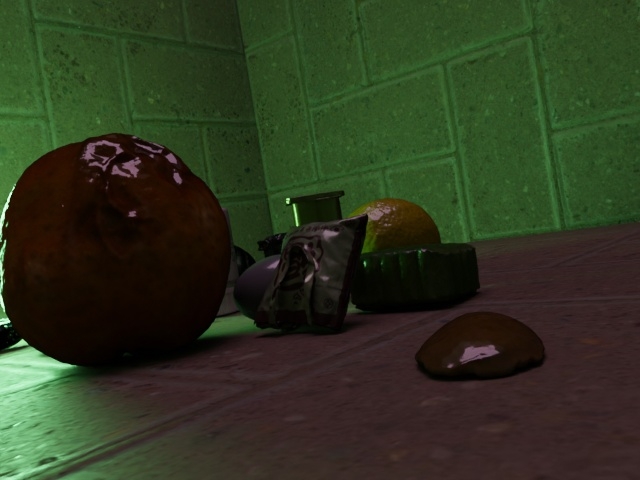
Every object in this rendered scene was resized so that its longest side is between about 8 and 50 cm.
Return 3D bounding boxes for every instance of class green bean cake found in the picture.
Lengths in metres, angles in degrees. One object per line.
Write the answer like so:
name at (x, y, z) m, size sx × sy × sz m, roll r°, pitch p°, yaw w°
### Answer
green bean cake at (0.192, 0.075, 1.280) m, size 0.248 × 0.124 × 0.222 m, roll -6°, pitch 1°, yaw 33°

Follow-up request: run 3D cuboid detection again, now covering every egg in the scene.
egg at (-0.092, 0.105, 1.308) m, size 0.199 × 0.146 × 0.146 m, roll -19°, pitch -2°, yaw 13°

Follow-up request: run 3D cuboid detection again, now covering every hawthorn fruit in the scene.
hawthorn fruit at (-0.396, 0.014, 1.191) m, size 0.472 × 0.471 × 0.472 m, roll -9°, pitch 1°, yaw 0°

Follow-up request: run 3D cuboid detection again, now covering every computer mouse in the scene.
computer mouse at (-0.884, 0.261, 1.632) m, size 0.146 × 0.077 × 0.242 m, roll -9°, pitch 4°, yaw 32°

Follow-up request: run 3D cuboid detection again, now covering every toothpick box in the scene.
toothpick box at (0.000, 0.000, 1.977) m, size 0.188 × 0.308 × 0.190 m, roll -9°, pitch 2°, yaw -5°

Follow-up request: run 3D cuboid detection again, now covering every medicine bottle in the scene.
medicine bottle at (-0.321, 0.063, 1.681) m, size 0.178 × 0.290 × 0.178 m, roll -9°, pitch 0°, yaw 0°

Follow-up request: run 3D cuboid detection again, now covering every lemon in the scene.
lemon at (0.173, 0.013, 1.545) m, size 0.267 × 0.267 × 0.267 m, roll -9°, pitch 1°, yaw 0°

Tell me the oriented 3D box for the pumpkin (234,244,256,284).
pumpkin at (-0.324, 0.106, 1.979) m, size 0.250 × 0.216 × 0.250 m, roll -7°, pitch -33°, yaw -5°

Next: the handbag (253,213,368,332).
handbag at (-0.017, 0.059, 1.161) m, size 0.213 × 0.235 × 0.127 m, roll -5°, pitch -35°, yaw 39°

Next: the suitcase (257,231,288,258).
suitcase at (-0.038, 0.063, 1.748) m, size 0.128 × 0.202 × 0.312 m, roll -8°, pitch 2°, yaw 40°

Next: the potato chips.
potato chips at (0.186, 0.119, 0.733) m, size 0.150 × 0.049 × 0.202 m, roll -14°, pitch 5°, yaw 16°
